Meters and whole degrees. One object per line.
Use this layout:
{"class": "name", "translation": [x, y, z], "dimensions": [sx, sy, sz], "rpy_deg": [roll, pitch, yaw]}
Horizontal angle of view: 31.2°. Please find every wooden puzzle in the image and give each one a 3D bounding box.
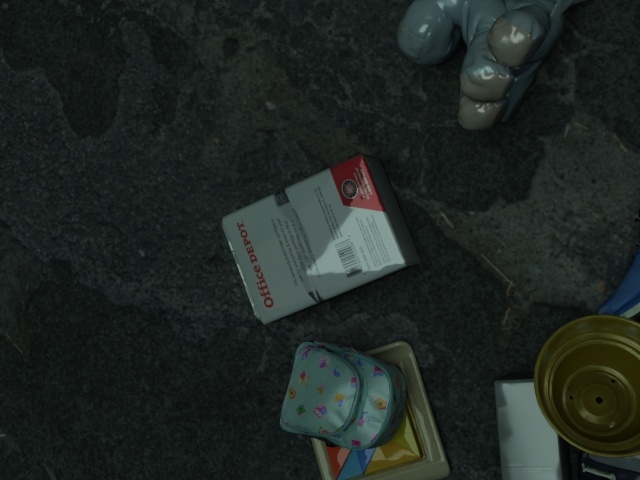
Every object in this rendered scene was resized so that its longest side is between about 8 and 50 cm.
{"class": "wooden puzzle", "translation": [0.081, 0.310, 1.920], "dimensions": [0.221, 0.044, 0.238], "rpy_deg": [-20, 84, 18]}

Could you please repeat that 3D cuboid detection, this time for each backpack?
{"class": "backpack", "translation": [0.038, 0.254, 1.848], "dimensions": [0.189, 0.144, 0.165], "rpy_deg": [14, 84, 19]}

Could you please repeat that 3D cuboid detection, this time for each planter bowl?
{"class": "planter bowl", "translation": [0.419, 0.225, 1.692], "dimensions": [0.217, 0.090, 0.217], "rpy_deg": [-1, 66, 2]}

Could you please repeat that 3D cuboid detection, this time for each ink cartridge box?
{"class": "ink cartridge box", "translation": [0.000, 0.000, 1.910], "dimensions": [0.273, 0.114, 0.197], "rpy_deg": [-23, 84, 17]}

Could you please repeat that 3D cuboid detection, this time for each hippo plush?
{"class": "hippo plush", "translation": [0.237, -0.340, 1.762], "dimensions": [0.237, 0.234, 0.294], "rpy_deg": [36, 102, 15]}

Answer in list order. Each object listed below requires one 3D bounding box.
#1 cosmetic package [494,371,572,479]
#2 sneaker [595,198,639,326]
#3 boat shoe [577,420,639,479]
{"class": "cosmetic package", "translation": [0.335, 0.326, 1.788], "dimensions": [0.107, 0.127, 0.237], "rpy_deg": [-2, 91, 18]}
{"class": "sneaker", "translation": [0.531, 0.004, 1.734], "dimensions": [0.330, 0.130, 0.147], "rpy_deg": [-51, 55, 16]}
{"class": "boat shoe", "translation": [0.546, 0.385, 1.725], "dimensions": [0.341, 0.127, 0.158], "rpy_deg": [20, 101, 27]}
